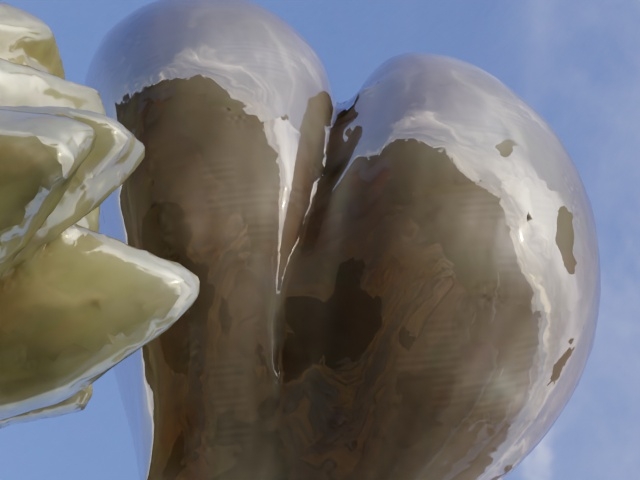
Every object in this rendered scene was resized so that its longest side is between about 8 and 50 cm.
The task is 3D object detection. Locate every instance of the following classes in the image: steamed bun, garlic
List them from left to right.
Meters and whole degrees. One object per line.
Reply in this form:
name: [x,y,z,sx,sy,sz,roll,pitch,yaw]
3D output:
steamed bun: [-0.190,0.018,0.450,0.189,0.428,0.247,46,-54,29]
garlic: [0.000,0.000,0.808,0.231,0.340,0.246,-6,-71,-8]
